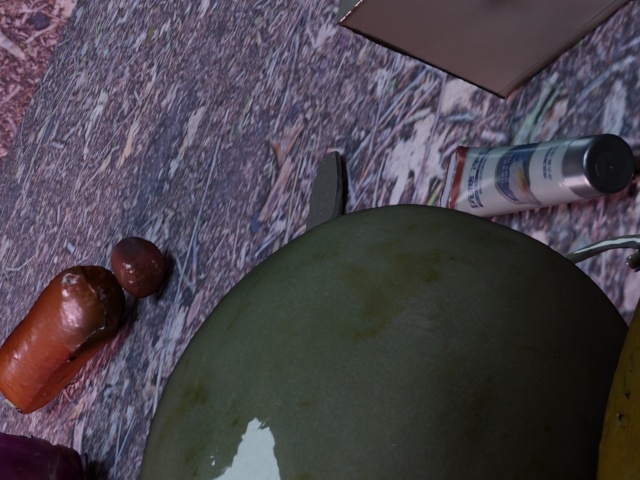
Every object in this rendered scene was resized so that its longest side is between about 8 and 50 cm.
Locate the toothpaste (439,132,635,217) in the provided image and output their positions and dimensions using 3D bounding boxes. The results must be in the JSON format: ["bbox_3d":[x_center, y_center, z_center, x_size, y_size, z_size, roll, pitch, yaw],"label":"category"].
[{"bbox_3d":[0.133,-0.042,1.089,0.239,0.039,0.062,175,109,-71],"label":"toothpaste"}]

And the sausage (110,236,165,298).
[{"bbox_3d":[-0.207,0.027,1.865,0.059,0.054,0.094,-27,24,-5],"label":"sausage"}]

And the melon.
[{"bbox_3d":[0.038,0.116,0.823,0.272,0.271,0.308,-59,-6,23],"label":"melon"}]

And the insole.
[{"bbox_3d":[0.000,0.000,1.428,0.063,0.010,0.192,-44,31,50],"label":"insole"}]

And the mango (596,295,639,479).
[{"bbox_3d":[0.189,0.056,0.677,0.151,0.156,0.249,22,92,35],"label":"mango"}]

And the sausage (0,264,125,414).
[{"bbox_3d":[-0.322,0.118,2.016,0.330,0.102,0.102,-43,31,52],"label":"sausage"}]

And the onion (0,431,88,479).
[{"bbox_3d":[-0.349,0.294,1.799,0.207,0.200,0.201,-3,64,46],"label":"onion"}]

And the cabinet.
[{"bbox_3d":[0.130,-0.225,1.130,0.206,0.145,0.150,-39,35,54],"label":"cabinet"}]
